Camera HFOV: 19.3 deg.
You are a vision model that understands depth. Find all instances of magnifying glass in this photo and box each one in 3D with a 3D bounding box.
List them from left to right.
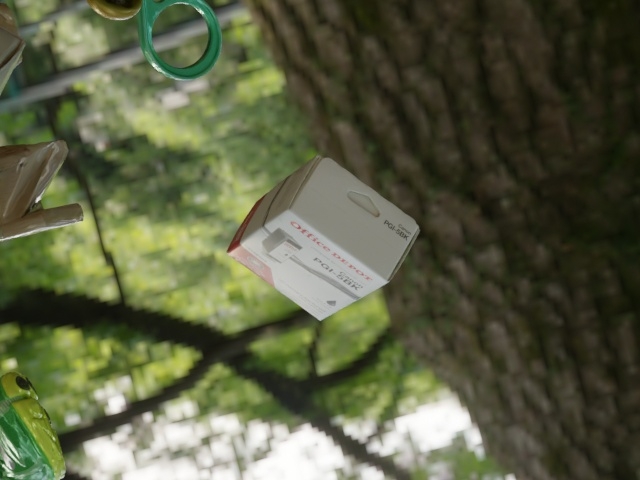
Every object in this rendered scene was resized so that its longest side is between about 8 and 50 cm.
[{"bbox_3d":[-0.184,-0.281,2.072,0.092,0.231,0.026,-36,-160,-18],"label":"magnifying glass"}]

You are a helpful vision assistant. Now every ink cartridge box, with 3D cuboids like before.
[{"bbox_3d":[0.000,0.000,1.450,0.056,0.099,0.135,-59,-169,-25],"label":"ink cartridge box"}]

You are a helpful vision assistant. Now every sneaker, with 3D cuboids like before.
[{"bbox_3d":[-0.343,0.237,1.971,0.123,0.109,0.295,-19,157,-25],"label":"sneaker"}]

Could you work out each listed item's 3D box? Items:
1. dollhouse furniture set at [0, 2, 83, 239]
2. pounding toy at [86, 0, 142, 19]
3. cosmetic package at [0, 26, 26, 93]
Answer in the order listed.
[{"bbox_3d":[-0.446,-0.144,1.628,0.256,0.362,0.394,-13,-178,26],"label":"dollhouse furniture set"},{"bbox_3d":[-0.180,-0.256,1.641,0.237,0.183,0.110,-13,150,-45],"label":"pounding toy"},{"bbox_3d":[-0.331,-0.022,1.203,0.160,0.309,0.113,27,-160,-6],"label":"cosmetic package"}]
